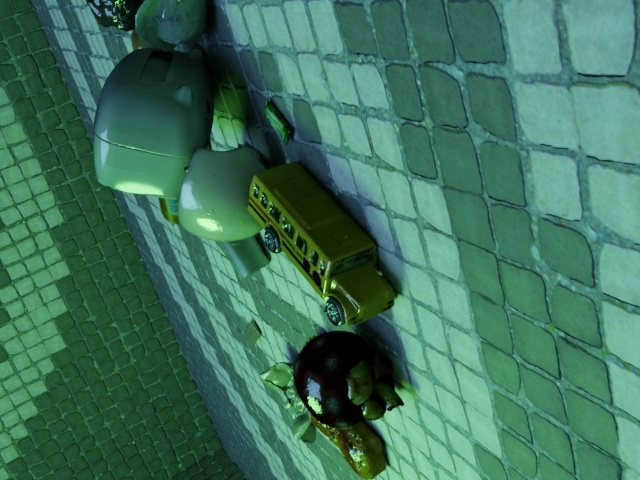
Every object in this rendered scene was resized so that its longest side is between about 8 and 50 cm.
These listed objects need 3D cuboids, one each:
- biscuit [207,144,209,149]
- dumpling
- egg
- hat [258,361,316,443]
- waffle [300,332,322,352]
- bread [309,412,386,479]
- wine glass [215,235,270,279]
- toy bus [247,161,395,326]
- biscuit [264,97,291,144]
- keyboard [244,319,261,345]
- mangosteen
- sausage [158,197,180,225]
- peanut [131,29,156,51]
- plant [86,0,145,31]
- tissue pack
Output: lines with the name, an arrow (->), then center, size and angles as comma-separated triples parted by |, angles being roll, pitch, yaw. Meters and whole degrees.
biscuit -> -0.293, -0.239, 1.863 | 0.092, 0.016, 0.082 | 2, 113, 66
dumpling -> -0.271, -0.437, 1.405 | 0.104, 0.149, 0.217 | 19, 144, 0
egg -> -0.167, -0.085, 1.507 | 0.161, 0.206, 0.271 | 24, -175, 11
hat -> -0.049, 0.429, 2.038 | 0.214, 0.149, 0.244 | 55, -165, 25
waffle -> 0.019, 0.310, 1.716 | 0.193, 0.070, 0.197 | 53, 158, 25
bread -> 0.055, 0.453, 1.795 | 0.271, 0.077, 0.139 | 38, 147, 50
wine glass -> -0.217, -0.021, 1.828 | 0.231, 0.103, 0.103 | 61, 160, -2
toy bus -> 0.000, 0.000, 1.317 | 0.335, 0.121, 0.123 | 48, 144, 35
biscuit -> -0.078, -0.218, 1.375 | 0.089, 0.016, 0.046 | 53, 156, 24
keyboard -> -0.210, 0.285, 2.309 | 0.055, 0.017, 0.166 | 55, 159, 9
mangosteen -> 0.059, 0.272, 1.445 | 0.230, 0.194, 0.194 | 3, 122, 36
sausage -> -0.399, -0.181, 2.030 | 0.125, 0.117, 0.317 | 37, 151, 22
peanut -> -0.412, -0.452, 1.804 | 0.152, 0.076, 0.076 | 64, 160, -10
plant -> -0.406, -0.556, 1.518 | 0.178, 0.204, 0.234 | 21, 137, 27
tissue pack -> -0.335, -0.258, 1.525 | 0.333, 0.229, 0.236 | -94, 17, -56
